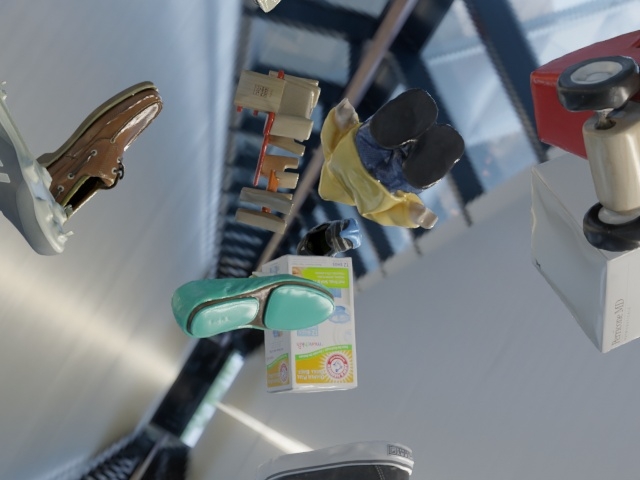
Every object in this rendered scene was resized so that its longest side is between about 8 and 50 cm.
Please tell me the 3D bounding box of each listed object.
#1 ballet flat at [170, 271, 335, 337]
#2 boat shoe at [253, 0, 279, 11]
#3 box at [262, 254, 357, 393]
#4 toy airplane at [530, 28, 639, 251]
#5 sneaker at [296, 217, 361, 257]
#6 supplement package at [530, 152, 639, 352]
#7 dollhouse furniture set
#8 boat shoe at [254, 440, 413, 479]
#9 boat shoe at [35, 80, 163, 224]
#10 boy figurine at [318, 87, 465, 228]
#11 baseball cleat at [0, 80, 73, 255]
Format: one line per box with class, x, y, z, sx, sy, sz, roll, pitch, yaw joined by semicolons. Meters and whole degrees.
ballet flat;-0.093;0.075;1.538;0.247;0.087;0.083;-4;124;-39
boat shoe;-0.119;-0.507;2.162;0.084;0.079;0.233;-41;171;-6
box;-0.018;0.131;1.769;0.103;0.114;0.203;158;-68;-63
toy airplane;0.389;-0.112;0.821;0.272;0.384;0.386;-49;175;-43
sneaker;0.000;0.000;1.906;0.188;0.078;0.067;158;-77;-65
supplement package;0.422;-0.027;1.386;0.292;0.175;0.178;-22;138;-9
dollhouse furniture set;-0.091;-0.187;2.004;0.259;0.135;0.262;111;-9;-62
boat shoe;0.008;0.251;1.127;0.228;0.080;0.076;-23;-127;46
boat shoe;-0.360;-0.125;1.852;0.307;0.104;0.111;-42;165;-5
boy figurine;0.070;-0.084;1.338;0.092;0.177;0.285;-41;-177;-15
baseball cleat;-0.289;-0.061;0.970;0.109;0.206;0.072;-28;162;-1
